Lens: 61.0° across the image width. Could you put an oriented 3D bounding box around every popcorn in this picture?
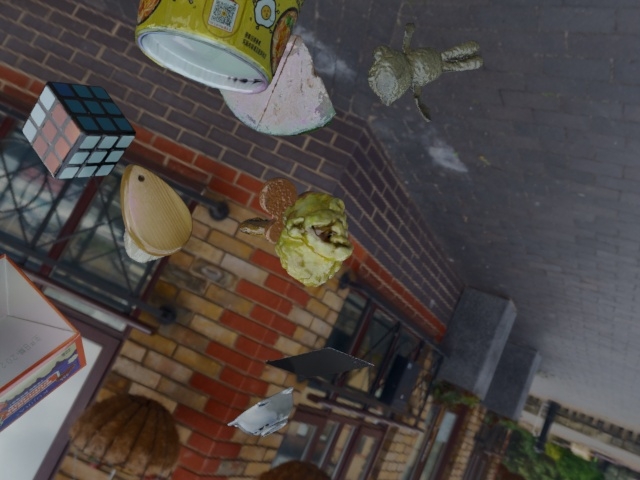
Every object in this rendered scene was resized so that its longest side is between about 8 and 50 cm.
[{"bbox_3d":[0.000,0.000,1.322,0.203,0.226,0.200,7,138,44],"label":"popcorn"}]

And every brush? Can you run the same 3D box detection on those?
[{"bbox_3d":[-0.474,-0.077,1.493,0.166,0.174,0.267,-11,105,54],"label":"brush"}]

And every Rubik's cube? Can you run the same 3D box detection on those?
[{"bbox_3d":[-0.567,-0.255,1.278,0.161,0.163,0.162,52,-151,9],"label":"Rubik's cube"}]

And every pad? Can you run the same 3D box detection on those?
[{"bbox_3d":[-0.007,0.318,1.409,0.159,0.009,0.265,29,145,-32],"label":"pad"}]

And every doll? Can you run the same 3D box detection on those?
[{"bbox_3d":[0.233,-0.400,1.219,0.203,0.286,0.091,53,168,-30],"label":"doll"}]

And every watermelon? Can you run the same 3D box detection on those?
[{"bbox_3d":[-0.089,-0.407,1.497,0.319,0.292,0.222,-18,179,28],"label":"watermelon"}]

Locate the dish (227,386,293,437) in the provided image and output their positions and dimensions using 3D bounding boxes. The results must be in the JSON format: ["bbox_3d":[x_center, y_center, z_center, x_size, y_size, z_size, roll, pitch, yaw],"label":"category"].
[{"bbox_3d":[-0.171,0.561,1.704,0.227,0.236,0.086,-12,-118,-43],"label":"dish"}]

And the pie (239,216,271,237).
[{"bbox_3d":[-0.144,-0.029,1.808,0.273,0.069,0.273,16,179,0],"label":"pie"}]

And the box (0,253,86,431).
[{"bbox_3d":[-0.855,0.289,1.399,0.318,0.348,0.257,42,145,8],"label":"box"}]

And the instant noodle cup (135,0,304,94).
[{"bbox_3d":[-0.177,-0.431,0.973,0.325,0.254,0.325,16,177,1],"label":"instant noodle cup"}]

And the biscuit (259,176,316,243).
[{"bbox_3d":[-0.080,-0.063,1.638,0.049,0.205,0.324,31,164,49],"label":"biscuit"}]
